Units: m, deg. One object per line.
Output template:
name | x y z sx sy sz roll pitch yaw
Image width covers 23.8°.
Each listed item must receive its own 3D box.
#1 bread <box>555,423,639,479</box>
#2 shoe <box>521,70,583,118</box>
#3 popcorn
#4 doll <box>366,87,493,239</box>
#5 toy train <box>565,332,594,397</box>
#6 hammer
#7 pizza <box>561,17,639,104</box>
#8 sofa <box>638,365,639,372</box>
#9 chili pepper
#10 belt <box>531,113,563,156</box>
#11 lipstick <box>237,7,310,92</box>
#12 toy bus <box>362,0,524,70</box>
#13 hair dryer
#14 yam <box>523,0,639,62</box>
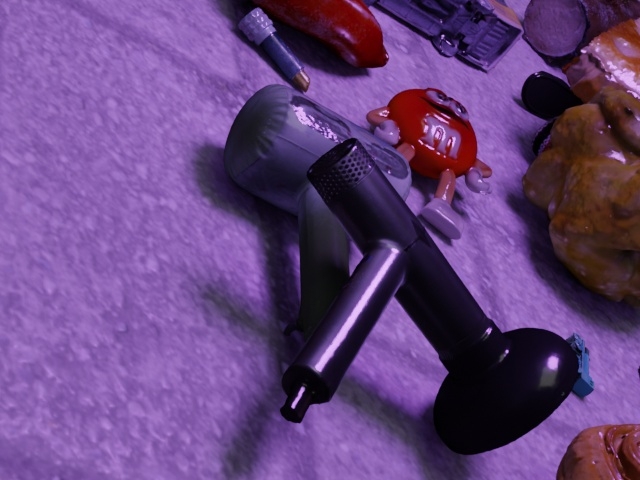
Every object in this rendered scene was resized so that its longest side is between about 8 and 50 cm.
bread | 0.334 0.284 1.499 0.198 0.120 0.236 5 36 -20
shoe | 0.353 -0.219 2.297 0.159 0.062 0.053 19 24 -36
popcorn | 0.391 -0.054 1.961 0.276 0.225 0.276 19 37 -15
doll | 0.139 -0.115 1.869 0.183 0.085 0.217 37 39 -10
toy train | 0.303 0.144 1.786 0.045 0.029 0.092 44 27 -14
hammer | 0.000 0.000 1.529 0.206 0.119 0.335 26 40 -27
pizza | 0.542 -0.219 2.214 0.440 0.130 0.406 25 36 -11
sofa | 0.481 0.181 1.900 0.147 0.085 0.060 33 34 -17
chili pepper | 0.004 -0.295 1.904 0.253 0.144 0.136 36 59 -27
belt | 0.441 -0.119 2.222 0.360 0.126 0.094 1 54 -45
lipstick | -0.049 -0.228 1.830 0.116 0.037 0.037 48 29 1
toy bus | 0.142 -0.373 2.193 0.343 0.097 0.138 28 30 -26
hair dryer | 0.060 0.107 1.413 0.320 0.156 0.284 45 60 -21
yam | 0.449 -0.357 2.533 0.280 0.131 0.131 -5 55 -54
